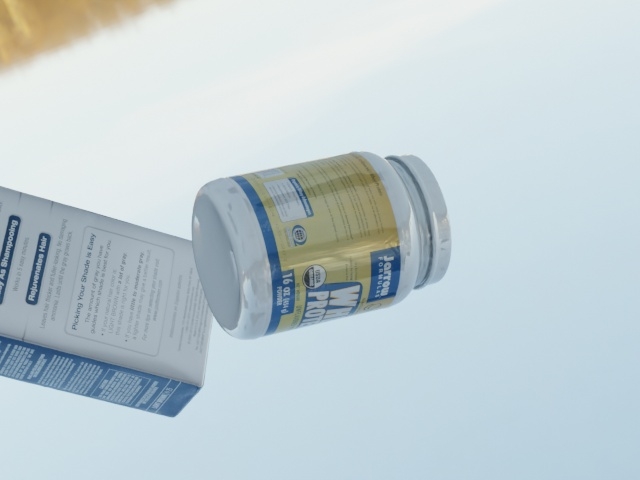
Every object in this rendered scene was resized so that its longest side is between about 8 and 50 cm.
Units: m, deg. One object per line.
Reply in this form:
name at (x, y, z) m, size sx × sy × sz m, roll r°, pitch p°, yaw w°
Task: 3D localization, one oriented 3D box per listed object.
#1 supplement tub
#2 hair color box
supplement tub at (0.000, 0.000, 1.391) m, size 0.200 × 0.144 × 0.144 m, roll -12°, pitch -168°, yaw -21°
hair color box at (-0.291, 0.057, 1.677) m, size 0.105 × 0.347 × 0.173 m, roll 131°, pitch -30°, yaw -54°
